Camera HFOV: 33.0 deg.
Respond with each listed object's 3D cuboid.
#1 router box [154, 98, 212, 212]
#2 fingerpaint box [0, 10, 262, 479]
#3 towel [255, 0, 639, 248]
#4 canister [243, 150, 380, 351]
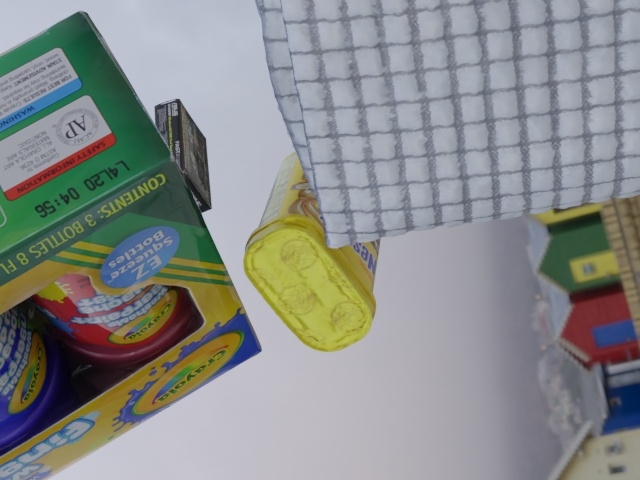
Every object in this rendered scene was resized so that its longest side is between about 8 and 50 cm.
[{"bbox_3d":[-0.177,-0.106,1.386,0.092,0.038,0.122,61,-163,-55],"label":"router box"},{"bbox_3d":[-0.297,0.082,0.868,0.163,0.445,0.371,56,170,26],"label":"fingerpaint box"},{"bbox_3d":[0.083,-0.148,0.584,0.121,0.235,0.283,-86,-15,-55],"label":"towel"},{"bbox_3d":[0.000,0.000,0.956,0.126,0.073,0.170,51,-156,-20],"label":"canister"}]
